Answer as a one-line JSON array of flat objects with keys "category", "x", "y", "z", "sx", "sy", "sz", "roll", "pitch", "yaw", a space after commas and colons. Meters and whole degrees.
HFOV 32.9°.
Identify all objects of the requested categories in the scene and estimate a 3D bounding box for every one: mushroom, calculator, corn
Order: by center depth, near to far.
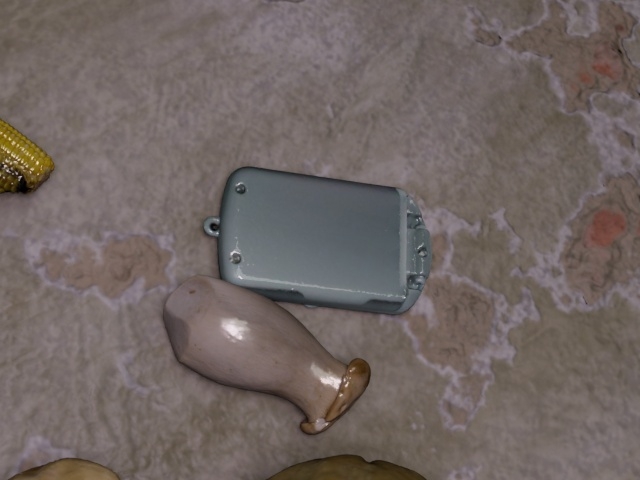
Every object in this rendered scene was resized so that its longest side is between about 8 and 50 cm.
[{"category": "corn", "x": -0.352, "y": -0.107, "z": 1.032, "sx": 0.203, "sy": 0.072, "sz": 0.072, "roll": 31, "pitch": 64, "yaw": -6}, {"category": "mushroom", "x": -0.054, "y": 0.109, "z": 1.042, "sx": 0.212, "sy": 0.088, "sz": 0.097, "roll": 34, "pitch": 74, "yaw": -11}, {"category": "calculator", "x": 0.000, "y": 0.000, "z": 1.121, "sx": 0.246, "sy": 0.045, "sz": 0.141, "roll": 7, "pitch": 69, "yaw": -16}]

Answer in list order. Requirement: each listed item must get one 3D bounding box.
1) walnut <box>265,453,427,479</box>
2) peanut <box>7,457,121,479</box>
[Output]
[{"category": "walnut", "x": 0.002, "y": 0.315, "z": 0.907, "sx": 0.283, "sy": 0.227, "sz": 0.283, "roll": 0, "pitch": 63, "yaw": 1}, {"category": "peanut", "x": -0.246, "y": 0.353, "z": 0.832, "sx": 0.169, "sy": 0.192, "sz": 0.387, "roll": 33, "pitch": 62, "yaw": -22}]
